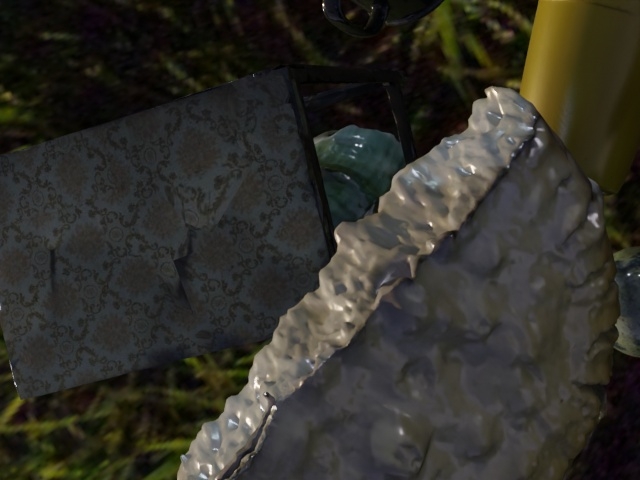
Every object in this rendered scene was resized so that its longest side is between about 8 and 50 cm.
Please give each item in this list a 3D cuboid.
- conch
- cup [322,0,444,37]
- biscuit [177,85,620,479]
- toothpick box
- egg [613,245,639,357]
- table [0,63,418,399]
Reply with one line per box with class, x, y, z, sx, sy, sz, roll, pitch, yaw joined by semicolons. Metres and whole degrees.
conch;0.000;0.000;1.574;0.195;0.220;0.277;-117;13;-52
cup;0.066;-0.335;1.756;0.169;0.223;0.176;1;154;39
biscuit;0.070;0.069;0.790;0.179;0.084;0.281;38;84;-14
toothpick box;0.336;-0.190;1.849;0.175;0.175;0.271;15;92;27
egg;0.408;0.075;1.857;0.141;0.182;0.141;-8;70;23
table;-0.094;-0.012;1.366;0.335;0.272;0.222;-14;88;25
